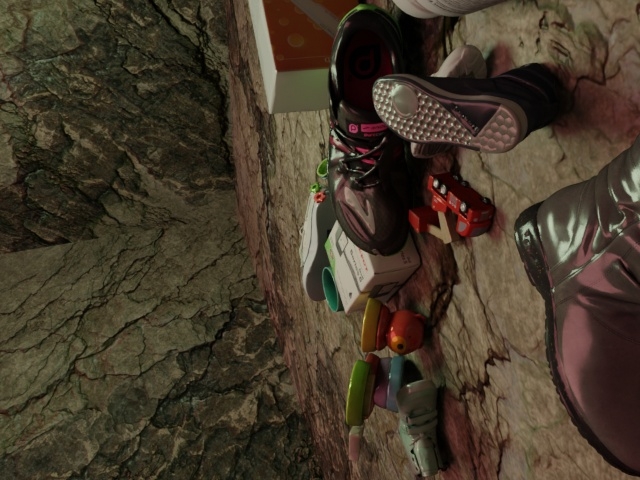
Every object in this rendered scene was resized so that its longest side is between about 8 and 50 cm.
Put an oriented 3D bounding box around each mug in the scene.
[{"bbox_3d":[0.067,0.123,1.491,0.158,0.097,0.129,-127,30,-59],"label":"mug"}]

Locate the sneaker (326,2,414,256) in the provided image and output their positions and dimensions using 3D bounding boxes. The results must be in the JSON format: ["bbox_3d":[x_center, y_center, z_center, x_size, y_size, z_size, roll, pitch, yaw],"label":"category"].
[{"bbox_3d":[0.082,-0.194,1.008,0.202,0.185,0.483,-53,-43,-72],"label":"sneaker"}]

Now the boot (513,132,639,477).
[{"bbox_3d":[0.332,0.071,0.532,0.223,0.118,0.338,131,123,-64],"label":"boot"}]

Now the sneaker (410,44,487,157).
[{"bbox_3d":[0.188,-0.241,0.865,0.232,0.090,0.115,112,148,-60],"label":"sneaker"}]

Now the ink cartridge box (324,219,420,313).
[{"bbox_3d":[0.111,0.031,1.247,0.273,0.115,0.198,113,144,-62],"label":"ink cartridge box"}]

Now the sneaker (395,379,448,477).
[{"bbox_3d":[0.226,0.411,1.131,0.256,0.094,0.151,82,173,-45],"label":"sneaker"}]

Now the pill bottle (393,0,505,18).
[{"bbox_3d":[0.192,-0.364,0.634,0.283,0.160,0.160,-146,48,-68],"label":"pill bottle"}]

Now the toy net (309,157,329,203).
[{"bbox_3d":[0.036,-0.135,1.407,0.045,0.122,0.232,44,-172,-37],"label":"toy net"}]

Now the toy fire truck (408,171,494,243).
[{"bbox_3d":[0.225,-0.044,0.933,0.192,0.047,0.135,-123,27,-51],"label":"toy fire truck"}]

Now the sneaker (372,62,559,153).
[{"bbox_3d":[0.195,-0.185,0.698,0.226,0.163,0.086,28,135,37],"label":"sneaker"}]

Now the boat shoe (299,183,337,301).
[{"bbox_3d":[-0.008,0.000,1.608,0.156,0.136,0.367,-126,32,-56],"label":"boat shoe"}]

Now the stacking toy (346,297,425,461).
[{"bbox_3d":[0.149,0.315,1.157,0.279,0.130,0.309,-69,-20,-48],"label":"stacking toy"}]

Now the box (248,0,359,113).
[{"bbox_3d":[-0.034,-0.485,1.194,0.168,0.215,0.345,119,141,-70],"label":"box"}]
